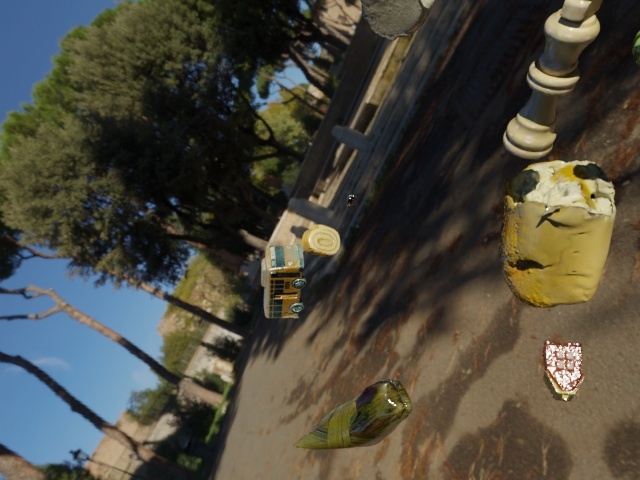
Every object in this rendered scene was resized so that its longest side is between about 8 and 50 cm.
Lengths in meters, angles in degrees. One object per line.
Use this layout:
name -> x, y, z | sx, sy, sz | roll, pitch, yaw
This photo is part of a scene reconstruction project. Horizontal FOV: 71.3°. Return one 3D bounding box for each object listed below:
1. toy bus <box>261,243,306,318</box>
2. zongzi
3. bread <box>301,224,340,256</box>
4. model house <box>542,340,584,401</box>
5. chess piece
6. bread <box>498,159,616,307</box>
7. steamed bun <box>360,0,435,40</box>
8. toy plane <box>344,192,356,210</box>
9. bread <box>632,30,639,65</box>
toy bus -> -0.091, 0.098, 1.069 | 0.091, 0.103, 0.182 | -101, 15, -48
zongzi -> 0.083, 0.509, 1.256 | 0.286, 0.300, 0.138 | 109, 147, -51
bread -> 0.000, 0.000, 1.687 | 0.073, 0.149, 0.122 | -15, 65, 53
model house -> 1.079, 0.599, 1.990 | 0.196, 0.160, 0.253 | 54, -136, -54
chess piece -> 0.502, -0.361, 0.965 | 0.397, 0.117, 0.117 | 83, -157, -52
bread -> 0.634, -0.008, 1.261 | 0.361, 0.251, 0.393 | -60, -29, -55
steamed bun -> 0.180, -0.570, 1.040 | 0.183, 0.183, 0.106 | 119, 176, -58
toy plane -> 0.105, -0.131, 1.559 | 0.120, 0.031, 0.049 | 46, -114, -78
bread -> 0.672, -0.361, 0.865 | 0.129, 0.139, 0.071 | -63, 1, -22
